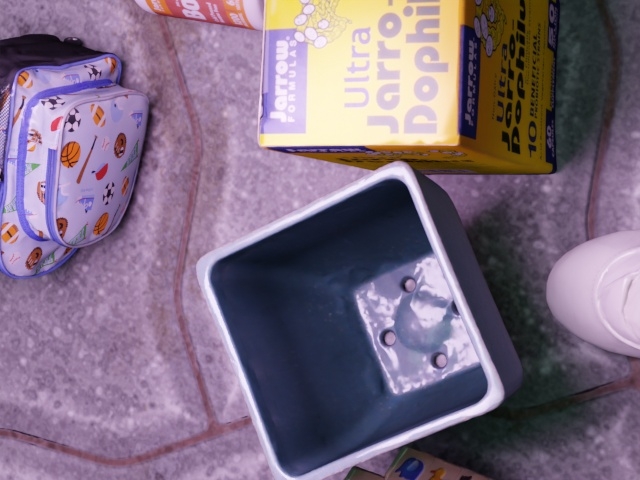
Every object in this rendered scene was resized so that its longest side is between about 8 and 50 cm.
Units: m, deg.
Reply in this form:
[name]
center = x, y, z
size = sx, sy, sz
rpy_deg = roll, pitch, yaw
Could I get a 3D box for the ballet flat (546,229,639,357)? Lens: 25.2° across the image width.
[ballet flat]
center = 0.397, 0.069, 1.381
size = 0.400, 0.139, 0.139
rpy_deg = 12, 93, 26

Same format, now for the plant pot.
[plant pot]
center = 0.069, 0.085, 1.463
size = 0.247, 0.252, 0.248
rpy_deg = -26, 79, 21

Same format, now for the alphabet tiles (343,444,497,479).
[alphabet tiles]
center = 0.090, 0.311, 1.478
size = 0.198, 0.237, 0.009
rpy_deg = -57, 34, 12

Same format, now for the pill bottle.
[pill bottle]
center = -0.143, -0.311, 1.635
size = 0.216, 0.121, 0.121
rpy_deg = 12, 93, 23

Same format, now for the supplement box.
[supplement box]
center = 0.100, -0.171, 1.402
size = 0.195, 0.356, 0.194
rpy_deg = 1, 89, 23

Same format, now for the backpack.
[backpack]
center = -0.330, -0.090, 1.649
size = 0.213, 0.276, 0.263
rpy_deg = 26, 111, 23
